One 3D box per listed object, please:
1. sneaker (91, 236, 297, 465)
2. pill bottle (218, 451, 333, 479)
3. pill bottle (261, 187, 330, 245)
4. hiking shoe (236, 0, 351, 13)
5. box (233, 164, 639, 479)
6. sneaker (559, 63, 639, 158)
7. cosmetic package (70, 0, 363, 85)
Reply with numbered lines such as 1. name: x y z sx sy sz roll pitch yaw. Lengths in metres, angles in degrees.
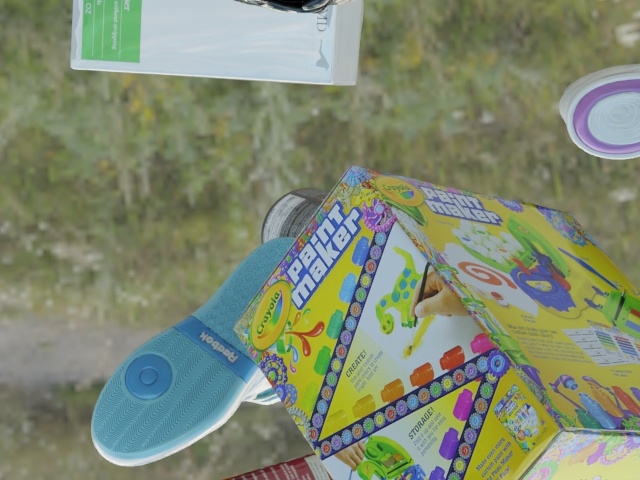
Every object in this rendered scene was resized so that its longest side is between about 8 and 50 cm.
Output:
1. sneaker: -0.107 0.156 1.811 0.319 0.127 0.208 -40 158 -17
2. pill bottle: -0.042 0.256 1.417 0.221 0.121 0.121 -14 165 -11
3. pill bottle: 0.000 0.000 2.138 0.130 0.130 0.246 -3 -171 -17
4. hiking shoe: -0.007 -0.274 1.761 0.227 0.086 0.114 -10 -147 -33
5. box: 0.141 0.111 1.277 0.290 0.279 0.177 10 125 -46
6. sneaker: 0.402 -0.155 1.746 0.305 0.114 0.152 -2 -166 -3
7. cosmetic package: -0.134 -0.313 2.205 0.366 0.197 0.155 4 -174 15
